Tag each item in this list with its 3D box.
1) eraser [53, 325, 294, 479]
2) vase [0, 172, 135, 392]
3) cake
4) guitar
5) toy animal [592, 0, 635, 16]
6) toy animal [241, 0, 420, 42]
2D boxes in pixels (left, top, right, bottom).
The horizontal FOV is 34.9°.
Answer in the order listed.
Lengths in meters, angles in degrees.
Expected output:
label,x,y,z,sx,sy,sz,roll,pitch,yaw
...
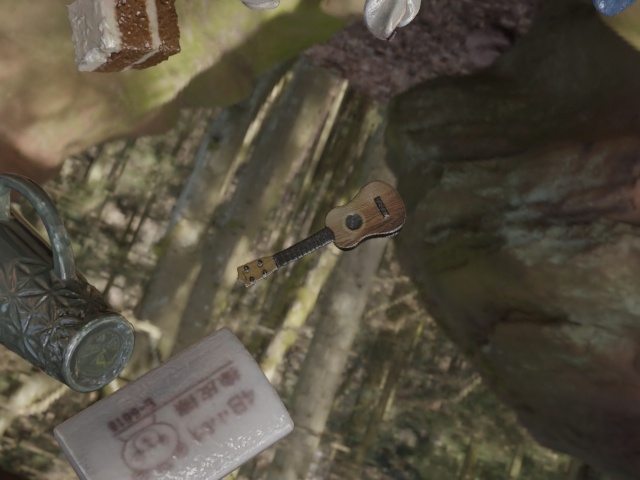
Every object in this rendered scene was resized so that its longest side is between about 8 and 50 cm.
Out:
label,x,y,z,sx,sy,sz,roll,pitch,yaw
eraser,-0.192,0.254,1.352,0.174,0.270,0.095,54,155,13
vase,-0.353,0.058,1.232,0.301,0.251,0.156,30,-155,34
cake,-0.326,-0.353,1.673,0.147,0.134,0.135,-2,171,-39
guitar,-0.001,0.001,1.501,0.084,0.271,0.038,61,171,14
toy animal,0.222,-0.300,0.728,0.255,0.239,0.176,-20,162,6
toy animal,-0.003,-0.419,1.455,0.310,0.183,0.247,-2,120,-3
